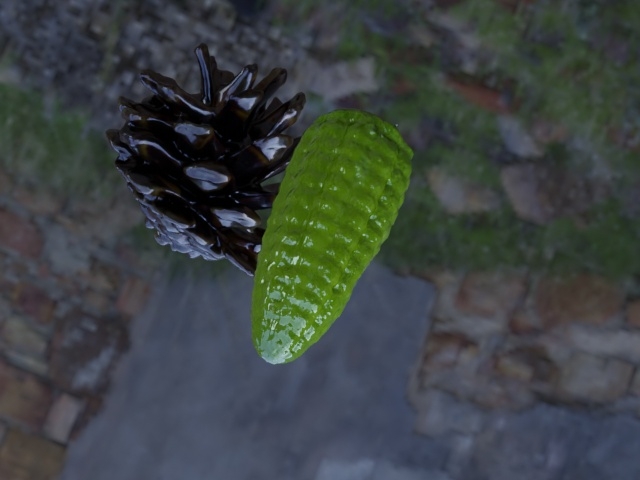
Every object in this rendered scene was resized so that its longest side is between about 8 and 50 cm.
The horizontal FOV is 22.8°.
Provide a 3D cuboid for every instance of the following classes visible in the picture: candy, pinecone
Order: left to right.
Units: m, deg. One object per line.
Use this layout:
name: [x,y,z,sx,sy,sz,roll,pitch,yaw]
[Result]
pinecone: [-0.096,-0.080,1.525,0.202,0.201,0.229,15,175,38]
candy: [0.000,0.000,1.215,0.096,0.209,0.097,20,158,8]
